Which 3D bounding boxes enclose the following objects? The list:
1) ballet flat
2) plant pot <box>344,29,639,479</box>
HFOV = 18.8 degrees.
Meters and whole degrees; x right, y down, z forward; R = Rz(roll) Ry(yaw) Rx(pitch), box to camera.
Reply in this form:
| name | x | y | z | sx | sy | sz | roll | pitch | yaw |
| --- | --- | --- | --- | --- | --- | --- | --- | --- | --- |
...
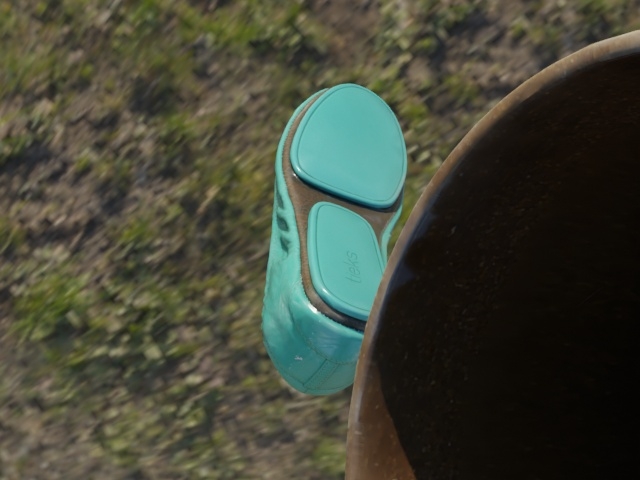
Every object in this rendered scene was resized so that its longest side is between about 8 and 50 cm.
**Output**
| name | x | y | z | sx | sy | sz | roll | pitch | yaw |
| --- | --- | --- | --- | --- | --- | --- | --- | --- | --- |
| ballet flat | 0.000 | 0.000 | 1.124 | 0.083 | 0.087 | 0.247 | 24 | 33 | -14 |
| plant pot | 0.163 | 0.065 | 0.496 | 0.230 | 0.215 | 0.215 | 4 | 77 | -37 |
